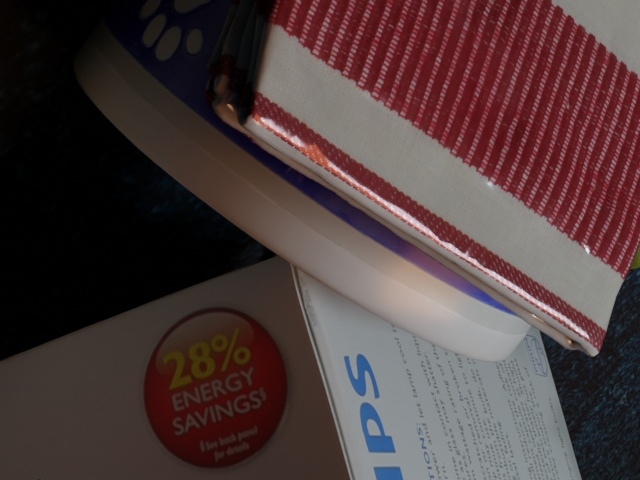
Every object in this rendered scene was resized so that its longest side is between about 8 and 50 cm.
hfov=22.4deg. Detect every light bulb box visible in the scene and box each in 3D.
[{"bbox_3d":[-0.060,0.186,0.922,0.358,0.225,0.361,-21,164,21],"label":"light bulb box"}]

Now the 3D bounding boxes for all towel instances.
[{"bbox_3d":[0.094,-0.145,0.675,0.237,0.037,0.329,31,73,-37],"label":"towel"}]

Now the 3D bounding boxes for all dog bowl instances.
[{"bbox_3d":[0.015,-0.057,0.811,0.104,0.265,0.265,-55,155,10],"label":"dog bowl"}]

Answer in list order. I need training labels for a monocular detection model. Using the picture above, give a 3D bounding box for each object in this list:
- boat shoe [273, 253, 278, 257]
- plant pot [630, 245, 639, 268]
[{"bbox_3d":[0.000,0.000,1.127,0.043,0.049,0.137,-23,148,-48],"label":"boat shoe"},{"bbox_3d":[0.307,-0.154,1.058,0.353,0.366,0.366,-22,151,-5],"label":"plant pot"}]
